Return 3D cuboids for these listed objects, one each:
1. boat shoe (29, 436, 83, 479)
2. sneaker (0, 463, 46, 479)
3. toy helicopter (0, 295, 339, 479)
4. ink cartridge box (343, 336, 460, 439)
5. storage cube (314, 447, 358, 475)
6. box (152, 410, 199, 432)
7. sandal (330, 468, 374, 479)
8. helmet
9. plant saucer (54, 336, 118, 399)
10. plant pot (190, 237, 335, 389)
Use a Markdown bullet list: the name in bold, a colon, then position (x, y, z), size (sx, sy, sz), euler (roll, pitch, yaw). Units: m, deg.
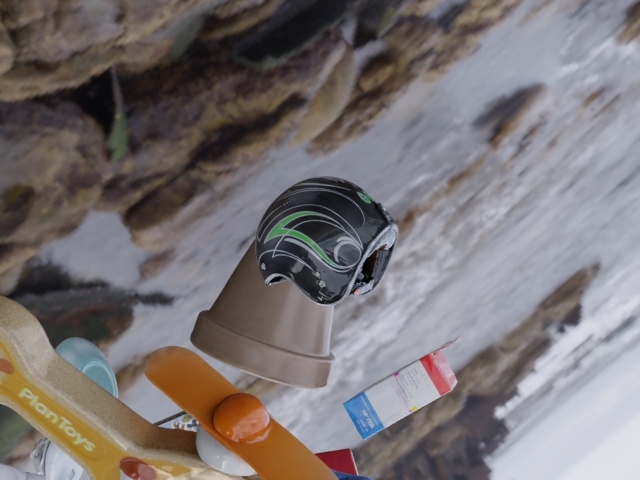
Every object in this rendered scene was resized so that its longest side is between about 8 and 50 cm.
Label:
- **boat shoe**: position (-0.503, 0.411, 2.079), size (0.095, 0.084, 0.258), euler (-56, 171, -33)
- **sneaker**: position (-0.485, 0.421, 1.573), size (0.090, 0.115, 0.232), euler (-49, -163, 52)
- **toy helicopter**: position (-0.132, 0.160, 0.835), size (0.235, 0.355, 0.140), euler (-45, -172, 37)
- **ink cartridge box**: position (0.165, 0.263, 1.999), size (0.231, 0.078, 0.134), euler (-31, 174, 9)
- **storage cube**: position (-0.019, 0.554, 2.243), size (0.193, 0.183, 0.215), euler (-7, 143, -16)
- **box**: position (-0.256, 0.407, 2.088), size (0.233, 0.159, 0.044), euler (-24, -176, 4)
- **sandal**: position (0.003, 0.416, 1.795), size (0.126, 0.138, 0.317), euler (-31, 177, -26)
- **helmet**: position (0.000, 0.000, 1.424), size (0.169, 0.162, 0.169), euler (-51, 160, -27)
- **plant saucer**: position (-0.392, 0.258, 1.886), size (0.037, 0.195, 0.195), euler (-11, 177, 23)
- **plant pot**: position (-0.071, 0.113, 1.968), size (0.229, 0.263, 0.263), euler (-70, 162, 3)
